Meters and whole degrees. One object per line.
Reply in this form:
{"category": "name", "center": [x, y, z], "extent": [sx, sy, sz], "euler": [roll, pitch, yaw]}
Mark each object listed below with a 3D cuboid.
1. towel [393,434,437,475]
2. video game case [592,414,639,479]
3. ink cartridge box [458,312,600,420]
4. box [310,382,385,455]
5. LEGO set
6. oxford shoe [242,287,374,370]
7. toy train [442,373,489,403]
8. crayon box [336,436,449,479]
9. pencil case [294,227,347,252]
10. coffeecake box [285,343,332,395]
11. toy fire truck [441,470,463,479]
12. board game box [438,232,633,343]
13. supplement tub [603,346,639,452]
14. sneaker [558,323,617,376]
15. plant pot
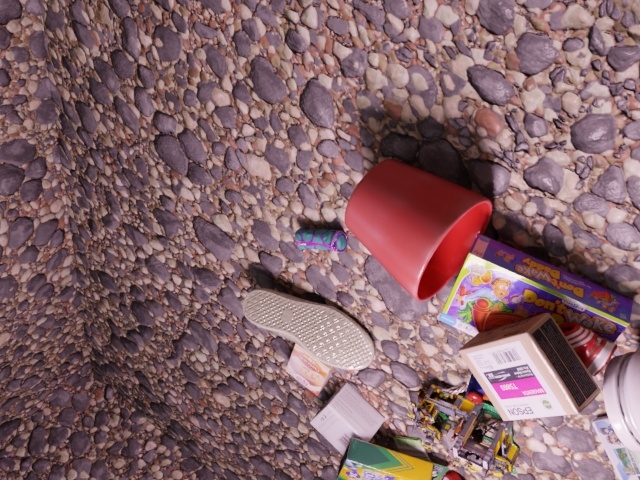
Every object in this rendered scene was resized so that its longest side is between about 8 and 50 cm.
{"category": "towel", "center": [0.316, 0.710, 2.053], "extent": [0.113, 0.023, 0.152], "euler": [-11, 111, 44]}
{"category": "video game case", "center": [0.805, 0.525, 1.366], "extent": [0.300, 0.036, 0.329], "euler": [-37, 73, 50]}
{"category": "ink cartridge box", "center": [0.435, 0.275, 1.319], "extent": [0.193, 0.088, 0.234], "euler": [58, 149, 4]}
{"category": "box", "center": [0.089, 0.608, 2.095], "extent": [0.182, 0.119, 0.181], "euler": [42, 140, 8]}
{"category": "LEGO set", "center": [0.380, 0.563, 1.719], "extent": [0.331, 0.192, 0.255], "euler": [22, 142, 27]}
{"category": "oxford shoe", "center": [-0.032, 0.267, 1.940], "extent": [0.449, 0.169, 0.130], "euler": [21, 175, 19]}
{"category": "toy train", "center": [0.453, 0.405, 1.638], "extent": [0.143, 0.105, 0.248], "euler": [36, 147, -11]}
{"category": "crayon box", "center": [0.229, 0.757, 2.009], "extent": [0.322, 0.083, 0.203], "euler": [16, 141, 3]}
{"category": "pencil case", "center": [0.000, 0.000, 1.731], "extent": [0.151, 0.070, 0.064], "euler": [3, 122, 40]}
{"category": "coffeecake box", "center": [-0.029, 0.415, 2.088], "extent": [0.142, 0.068, 0.185], "euler": [35, 139, 15]}
{"category": "toy fire truck", "center": [0.453, 0.914, 2.006], "extent": [0.254, 0.169, 0.302], "euler": [52, 146, 35]}
{"category": "board game box", "center": [0.466, 0.156, 1.387], "extent": [0.347, 0.078, 0.233], "euler": [25, 135, 13]}
{"category": "supplement tub", "center": [0.738, 0.292, 1.168], "extent": [0.325, 0.235, 0.235], "euler": [-26, 102, 49]}
{"category": "sneaker", "center": [0.527, 0.254, 1.334], "extent": [0.128, 0.087, 0.221], "euler": [38, 136, 21]}
{"category": "plant pot", "center": [0.204, -0.039, 1.386], "extent": [0.243, 0.275, 0.275], "euler": [37, 140, 25]}
